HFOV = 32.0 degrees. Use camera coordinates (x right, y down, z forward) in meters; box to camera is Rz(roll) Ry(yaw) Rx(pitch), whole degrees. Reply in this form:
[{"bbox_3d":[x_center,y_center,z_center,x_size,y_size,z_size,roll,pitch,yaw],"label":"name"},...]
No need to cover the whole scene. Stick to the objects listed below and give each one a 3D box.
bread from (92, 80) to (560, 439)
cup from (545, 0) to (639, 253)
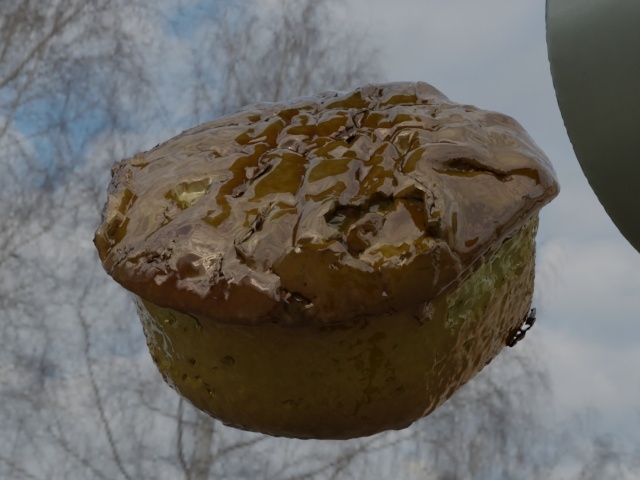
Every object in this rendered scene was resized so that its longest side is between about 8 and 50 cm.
[{"bbox_3d":[0.000,0.000,0.970,0.398,0.398,0.215,0,-60,16],"label":"bread"},{"bbox_3d":[0.246,-0.055,0.438,0.186,0.258,0.234,-11,-5,-42],"label":"cup"}]
